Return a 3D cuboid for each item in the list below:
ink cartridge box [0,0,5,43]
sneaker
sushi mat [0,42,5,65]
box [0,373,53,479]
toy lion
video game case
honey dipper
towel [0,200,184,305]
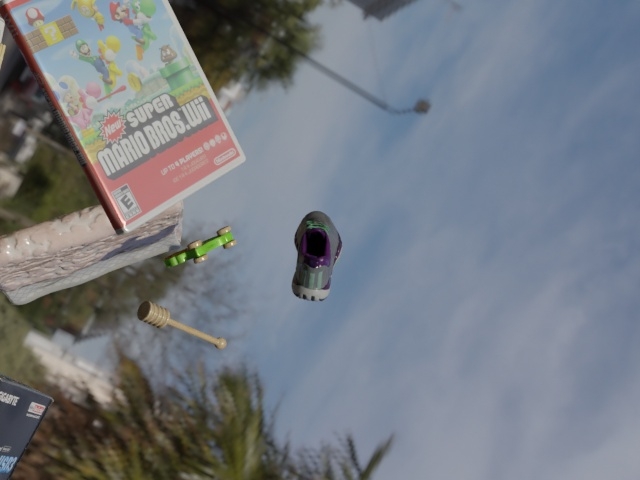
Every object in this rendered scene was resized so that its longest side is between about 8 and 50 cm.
[{"bbox_3d":[-0.575,-0.373,1.998,0.109,0.063,0.151,-12,-115,45],"label":"ink cartridge box"},{"bbox_3d":[0.000,0.000,1.977,0.224,0.083,0.098,-88,-174,-54],"label":"sneaker"},{"bbox_3d":[-0.572,-0.165,1.798,0.019,0.151,0.317,11,-93,43],"label":"sushi mat"},{"bbox_3d":[-0.534,0.340,1.802,0.293,0.073,0.295,-62,173,-11],"label":"box"},{"bbox_3d":[-0.195,0.015,1.886,0.100,0.034,0.096,-28,-172,-39],"label":"toy lion"},{"bbox_3d":[-0.219,-0.176,1.372,0.025,0.285,0.204,-14,-163,49],"label":"video game case"},{"bbox_3d":[-0.192,0.125,1.714,0.030,0.160,0.031,-22,-125,36],"label":"honey dipper"},{"bbox_3d":[-0.382,0.011,1.952,0.331,0.053,0.317,-19,169,-9],"label":"towel"}]
